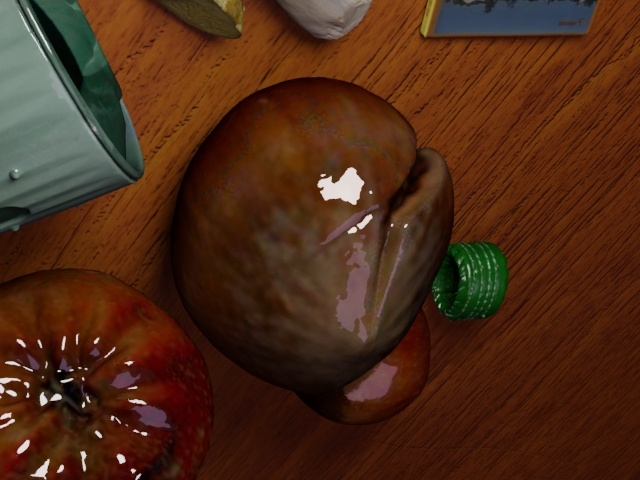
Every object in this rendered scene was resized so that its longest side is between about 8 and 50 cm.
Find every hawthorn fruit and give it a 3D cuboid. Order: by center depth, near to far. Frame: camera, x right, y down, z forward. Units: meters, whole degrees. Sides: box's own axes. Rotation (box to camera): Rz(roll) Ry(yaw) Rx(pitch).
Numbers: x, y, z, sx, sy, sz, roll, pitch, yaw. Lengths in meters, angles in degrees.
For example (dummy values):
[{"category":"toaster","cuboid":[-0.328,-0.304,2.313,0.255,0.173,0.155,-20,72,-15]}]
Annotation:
[{"category":"hawthorn fruit","cuboid":[-0.332,0.245,1.384,0.403,0.403,0.403,-16,135,-17]}]

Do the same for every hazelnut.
[{"category":"hazelnut","cuboid":[0.000,0.000,1.373,0.359,0.359,0.409,-5,140,-26]}]

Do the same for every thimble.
[{"category":"thimble","cuboid":[0.235,0.064,1.707,0.090,0.118,0.130,-3,112,-23]}]

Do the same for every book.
[{"category":"book","cuboid":[0.287,-0.422,1.348,0.262,0.028,0.374,-6,133,-23]}]

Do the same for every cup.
[{"category":"cup","cuboid":[-0.381,-0.100,1.077,0.392,0.310,0.401,-26,135,1]}]

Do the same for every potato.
[{"category":"potato","cuboid":[-0.127,-0.279,1.222,0.103,0.096,0.066,37,71,-56]}]

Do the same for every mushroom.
[{"category":"mushroom","cuboid":[-0.027,-0.308,1.241,0.212,0.088,0.097,27,157,-37]}]

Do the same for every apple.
[{"category":"apple","cuboid":[0.049,0.165,1.617,0.230,0.230,0.230,-16,135,-17]}]
